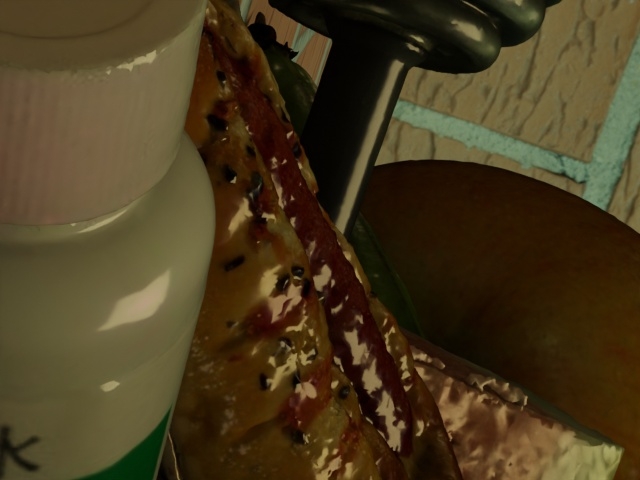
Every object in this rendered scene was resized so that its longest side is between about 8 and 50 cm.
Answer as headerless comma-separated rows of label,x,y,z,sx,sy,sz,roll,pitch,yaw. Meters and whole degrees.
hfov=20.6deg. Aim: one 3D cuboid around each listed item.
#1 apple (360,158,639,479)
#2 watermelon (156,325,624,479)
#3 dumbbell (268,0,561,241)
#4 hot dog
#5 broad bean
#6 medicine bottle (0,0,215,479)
apple,0.082,0.135,1.155,0.333,0.400,0.400,107,2,-73
watermelon,-0.054,0.093,0.628,0.310,0.231,0.193,-28,-179,1
dumbbell,0.003,-0.030,0.889,0.179,0.179,0.406,77,31,-86
hot dog,-0.023,0.015,0.506,0.131,0.069,0.252,-66,136,-62
broad bean,0.000,0.000,1.027,0.077,0.061,0.339,-41,-122,32
medicine bottle,-0.081,0.038,0.415,0.095,0.095,0.260,-69,177,-49
